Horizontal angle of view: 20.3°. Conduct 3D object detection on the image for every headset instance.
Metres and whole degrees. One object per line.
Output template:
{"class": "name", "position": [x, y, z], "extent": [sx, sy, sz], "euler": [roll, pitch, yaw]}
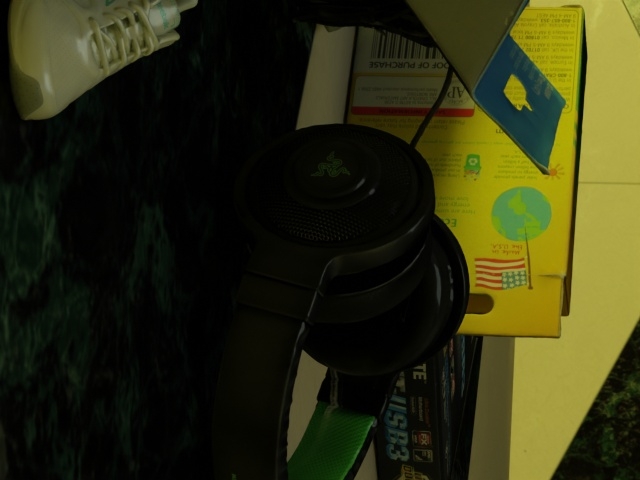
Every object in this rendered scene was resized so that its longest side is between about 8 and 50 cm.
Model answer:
{"class": "headset", "position": [0.000, 0.000, 1.227], "extent": [0.243, 0.185, 0.394], "euler": [60, 49, -65]}

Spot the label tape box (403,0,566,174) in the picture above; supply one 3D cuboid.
{"class": "label tape box", "position": [0.095, -0.233, 1.194], "extent": [0.347, 0.115, 0.249], "euler": [52, 19, -6]}

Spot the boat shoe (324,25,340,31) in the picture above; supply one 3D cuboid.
{"class": "boat shoe", "position": [0.034, -0.225, 1.439], "extent": [0.070, 0.078, 0.219], "euler": [55, 23, -7]}

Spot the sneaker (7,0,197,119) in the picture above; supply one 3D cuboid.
{"class": "sneaker", "position": [-0.099, -0.100, 0.810], "extent": [0.152, 0.061, 0.053], "euler": [-67, 158, -57]}

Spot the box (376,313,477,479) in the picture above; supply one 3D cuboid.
{"class": "box", "position": [0.106, 0.077, 1.810], "extent": [0.293, 0.073, 0.295], "euler": [-71, 160, -53]}

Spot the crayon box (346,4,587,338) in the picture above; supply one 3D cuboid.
{"class": "crayon box", "position": [0.118, -0.050, 1.528], "extent": [0.081, 0.202, 0.318], "euler": [71, 25, -60]}
